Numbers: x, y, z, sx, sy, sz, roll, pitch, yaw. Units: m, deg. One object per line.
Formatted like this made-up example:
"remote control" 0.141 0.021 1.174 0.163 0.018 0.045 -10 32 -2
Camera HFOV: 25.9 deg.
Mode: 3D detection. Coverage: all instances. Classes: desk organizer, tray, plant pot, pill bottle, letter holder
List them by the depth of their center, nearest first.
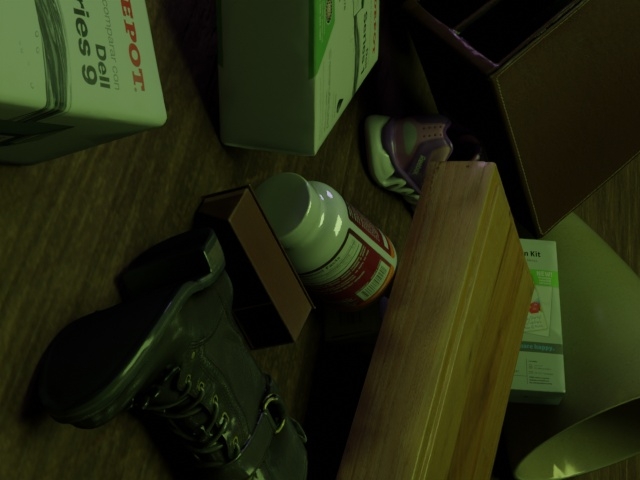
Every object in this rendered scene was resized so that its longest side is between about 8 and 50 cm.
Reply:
"desk organizer" -0.057 0.024 1.150 0.130 0.047 0.050 63 31 -26
"pill bottle" 0.000 0.000 1.233 0.152 0.086 0.086 40 43 -52
"tray" 0.111 0.148 1.280 0.203 0.076 0.411 63 37 -47
"letter holder" 0.248 -0.188 1.548 0.152 0.214 0.302 46 -9 37
"plant pot" 0.297 0.107 1.643 0.256 0.256 0.274 28 37 -57

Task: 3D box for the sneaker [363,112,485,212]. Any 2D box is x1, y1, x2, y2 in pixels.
"sneaker" 0.140 -0.079 1.540 0.236 0.104 0.095 31 49 -58

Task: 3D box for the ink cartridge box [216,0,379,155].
"ink cartridge box" -0.015 -0.196 1.238 0.219 0.092 0.160 -60 154 -55

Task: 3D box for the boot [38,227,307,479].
"boot" -0.081 0.131 0.996 0.229 0.091 0.263 67 25 -17

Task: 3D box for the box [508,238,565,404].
"box" 0.188 0.083 1.516 0.038 0.145 0.186 101 -7 -59

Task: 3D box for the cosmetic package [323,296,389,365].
"cosmetic package" 0.055 0.088 1.333 0.115 0.060 0.041 33 51 -54

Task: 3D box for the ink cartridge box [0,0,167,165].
"ink cartridge box" -0.227 -0.164 0.807 0.289 0.121 0.211 0 78 -64
